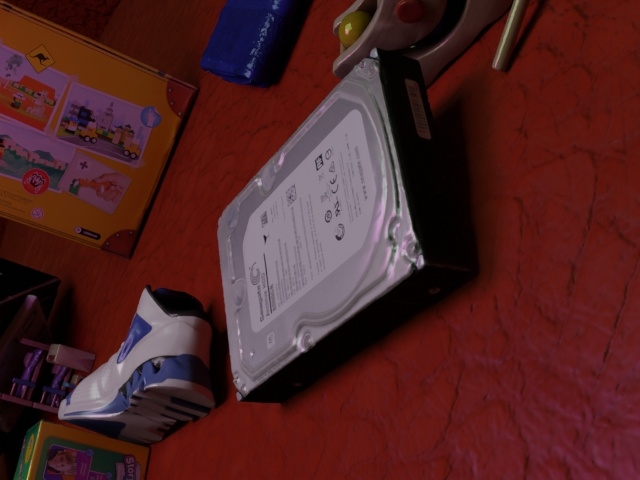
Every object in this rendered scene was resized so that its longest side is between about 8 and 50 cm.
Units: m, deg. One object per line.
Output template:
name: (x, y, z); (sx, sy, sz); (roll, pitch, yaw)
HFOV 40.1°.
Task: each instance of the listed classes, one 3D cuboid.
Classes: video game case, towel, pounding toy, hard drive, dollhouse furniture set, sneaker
video game case: (-0.648, 0.264, 1.882); (0.206, 0.026, 0.227); (91, -165, -49)
towel: (-0.075, -0.394, 1.407); (0.228, 0.076, 0.308); (29, 97, 58)
pounding toy: (0.099, -0.233, 0.829); (0.269, 0.154, 0.154); (-42, 36, 44)
hard drive: (0.000, 0.000, 0.890); (0.339, 0.064, 0.236); (-42, 48, 47)
dollhouse furniture set: (-0.551, 0.270, 1.749); (0.184, 0.129, 0.129); (-12, 60, 61)
sneaker: (-0.233, 0.169, 1.231); (0.316, 0.127, 0.182); (-28, 42, 44)

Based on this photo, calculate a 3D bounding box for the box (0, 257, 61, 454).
box: (-0.840, 0.286, 1.896); (0.480, 0.298, 0.471); (-61, -11, -83)

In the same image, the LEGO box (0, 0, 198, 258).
LEGO box: (-0.548, -0.229, 1.700); (0.372, 0.500, 0.193); (-67, 26, 2)

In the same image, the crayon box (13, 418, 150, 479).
crayon box: (-0.345, 0.402, 1.197); (0.081, 0.165, 0.278); (-37, 39, 48)
